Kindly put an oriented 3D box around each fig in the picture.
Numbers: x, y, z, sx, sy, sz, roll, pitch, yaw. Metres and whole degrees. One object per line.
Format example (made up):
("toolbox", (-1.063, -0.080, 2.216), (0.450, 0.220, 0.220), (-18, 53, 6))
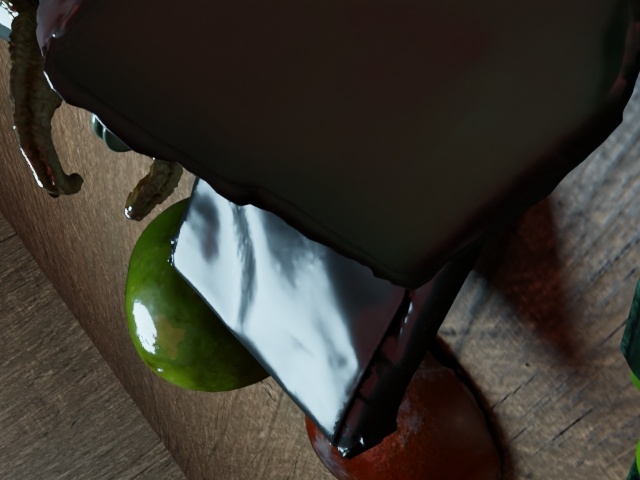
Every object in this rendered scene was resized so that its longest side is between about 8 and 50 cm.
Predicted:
("fig", (-0.073, 0.041, 0.967), (0.191, 0.181, 0.181), (-27, 97, 29))

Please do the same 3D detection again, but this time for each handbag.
("handbag", (0.000, 0.000, 0.780), (0.247, 0.080, 0.223), (44, 129, 31))

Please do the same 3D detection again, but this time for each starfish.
("starfish", (-0.118, -0.101, 0.539), (0.150, 0.053, 0.210), (48, -162, -36))

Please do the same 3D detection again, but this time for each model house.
("model house", (0.006, -0.147, 0.526), (0.237, 0.202, 0.237), (28, -156, -33))

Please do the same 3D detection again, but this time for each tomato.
("tomato", (0.059, 0.171, 0.962), (0.199, 0.112, 0.228), (28, 148, 50))

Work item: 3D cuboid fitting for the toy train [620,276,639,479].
("toy train", (0.182, 0.061, 0.470), (0.083, 0.132, 0.200), (44, 154, 35))

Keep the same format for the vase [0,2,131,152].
("vase", (-0.256, -0.232, 1.016), (0.321, 0.173, 0.173), (47, 158, 15))
